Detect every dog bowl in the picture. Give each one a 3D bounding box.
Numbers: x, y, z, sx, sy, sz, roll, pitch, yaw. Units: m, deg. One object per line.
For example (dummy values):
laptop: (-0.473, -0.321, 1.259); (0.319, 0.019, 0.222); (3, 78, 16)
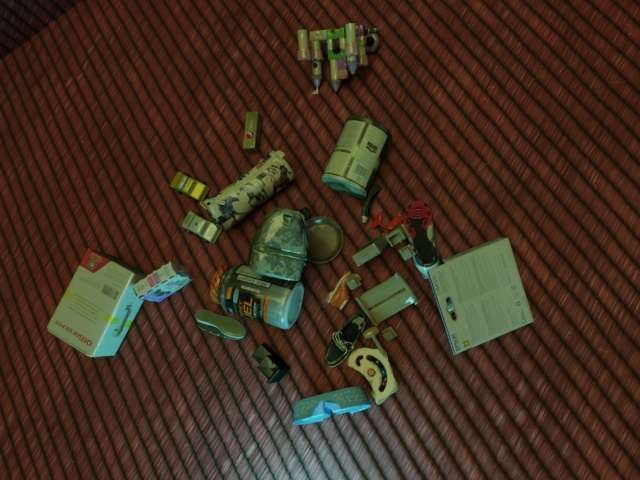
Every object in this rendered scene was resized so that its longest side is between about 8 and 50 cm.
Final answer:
dog bowl: (0.036, 0.613, 1.695); (0.297, 0.166, 0.074); (-17, 62, 9)

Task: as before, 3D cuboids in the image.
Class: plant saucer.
plant saucer: (0.000, 0.000, 1.902); (0.198, 0.036, 0.199); (-3, 77, 11)

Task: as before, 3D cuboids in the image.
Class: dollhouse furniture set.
dollhouse furniture set: (0.294, 0.152, 1.760); (0.303, 0.174, 0.356); (-34, 91, 23)

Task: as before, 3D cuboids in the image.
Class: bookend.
bookend: (-0.212, 0.475, 1.778); (0.156, 0.157, 0.072); (40, 88, 17)

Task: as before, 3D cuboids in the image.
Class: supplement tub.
supplement tub: (-0.253, 0.214, 1.821); (0.338, 0.207, 0.207); (13, 81, 16)

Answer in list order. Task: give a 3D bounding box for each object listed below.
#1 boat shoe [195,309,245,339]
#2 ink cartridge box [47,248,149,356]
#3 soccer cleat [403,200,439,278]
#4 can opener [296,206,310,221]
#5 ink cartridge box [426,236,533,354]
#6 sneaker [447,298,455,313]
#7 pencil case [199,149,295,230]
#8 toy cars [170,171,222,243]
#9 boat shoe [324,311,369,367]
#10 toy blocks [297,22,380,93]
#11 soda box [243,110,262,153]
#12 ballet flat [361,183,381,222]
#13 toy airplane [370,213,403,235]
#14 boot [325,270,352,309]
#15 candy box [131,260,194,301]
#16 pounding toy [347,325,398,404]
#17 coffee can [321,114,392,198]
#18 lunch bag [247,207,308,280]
boat shoe: (-0.414, 0.360, 1.899); (0.227, 0.069, 0.081); (21, 43, 12)
ink cartridge box: (-0.957, 0.272, 1.990); (0.279, 0.160, 0.385); (24, 84, 17)
soccer cleat: (0.392, -0.002, 1.783); (0.116, 0.143, 0.331); (-8, 52, 11)
can opener: (-0.111, -0.064, 1.933); (0.059, 0.073, 0.186); (39, 96, 2)
ink cartridge box: (0.559, 0.193, 1.620); (0.330, 0.071, 0.324); (-20, 96, -7)
sneaker: (0.541, 0.159, 1.722); (0.262, 0.099, 0.121); (-45, 65, -8)
pencil case: (-0.302, -0.215, 1.928); (0.410, 0.183, 0.160); (-38, 75, -4)
toy cars: (-0.571, -0.158, 2.040); (0.176, 0.087, 0.394); (-23, 74, 7)
boat shoe: (0.098, 0.384, 1.769); (0.095, 0.079, 0.254); (42, 89, 17)
toy blocks: (0.086, -0.786, 1.996); (0.288, 0.309, 0.260); (5, 111, 25)
soda box: (-0.306, -0.491, 2.069); (0.058, 0.061, 0.181); (0, 77, 13)
ballet flat: (0.206, -0.153, 1.878); (0.049, 0.057, 0.173); (14, 81, 18)
toy airplane: (0.265, -0.054, 1.841); (0.151, 0.028, 0.151); (-3, 85, 36)
boot: (0.096, 0.201, 1.827); (0.084, 0.059, 0.158); (33, 95, 14)
candy box: (-0.667, 0.179, 1.944); (0.196, 0.165, 0.070); (-32, 73, 4)
pounding toy: (0.184, 0.469, 1.690); (0.154, 0.155, 0.270); (-20, 75, 4)
coffee can: (0.146, -0.337, 1.859); (0.201, 0.201, 0.275); (22, 83, 16)
lunch bag: (-0.157, 0.000, 1.757); (0.212, 0.305, 0.256); (10, 94, -11)
